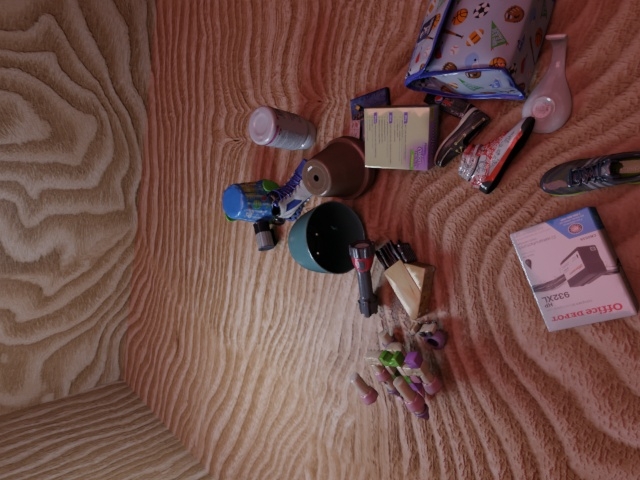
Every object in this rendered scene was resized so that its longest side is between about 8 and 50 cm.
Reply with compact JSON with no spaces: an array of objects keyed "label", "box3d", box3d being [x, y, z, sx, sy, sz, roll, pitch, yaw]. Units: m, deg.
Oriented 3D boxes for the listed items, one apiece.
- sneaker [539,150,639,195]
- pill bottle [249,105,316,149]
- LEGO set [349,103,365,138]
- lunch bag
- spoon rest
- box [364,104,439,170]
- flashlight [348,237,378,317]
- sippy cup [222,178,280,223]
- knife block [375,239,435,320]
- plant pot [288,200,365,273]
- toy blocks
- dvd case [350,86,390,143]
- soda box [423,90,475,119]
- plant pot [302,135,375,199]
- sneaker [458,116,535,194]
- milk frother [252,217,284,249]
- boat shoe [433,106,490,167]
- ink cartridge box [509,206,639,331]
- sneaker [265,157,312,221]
[{"label":"sneaker","box3d":[0.772,-0.193,1.117,0.300,0.121,0.111,-12,85,40]},{"label":"pill bottle","box3d":[-0.159,-0.485,1.769,0.160,0.283,0.160,3,94,40]},{"label":"LEGO set","box3d":[0.177,-0.422,1.611,0.182,0.060,0.244,11,103,38]},{"label":"lunch bag","box3d":[0.466,-0.636,1.265,0.385,0.239,0.328,21,94,43]},{"label":"spoon rest","box3d":[0.692,-0.464,1.209,0.137,0.084,0.276,19,118,39]},{"label":"box","box3d":[0.291,-0.375,1.453,0.243,0.117,0.214,10,115,31]},{"label":"flashlight","box3d":[0.180,0.147,1.600,0.103,0.103,0.304,32,138,57]},{"label":"sippy cup","box3d":[-0.351,-0.191,1.987,0.240,0.224,0.305,37,114,32]},{"label":"knife block","box3d":[0.305,0.139,1.548,0.242,0.088,0.276,14,101,40]},{"label":"plant pot","box3d":[0.000,0.000,1.679,0.235,0.293,0.293,-11,85,55]},{"label":"toy blocks","box3d":[0.331,0.506,1.500,0.288,0.309,0.260,-18,114,51]},{"label":"dvd case","box3d":[0.208,-0.472,1.635,0.180,0.022,0.253,-6,89,39]},{"label":"soda box","box3d":[0.450,-0.479,1.411,0.169,0.053,0.060,39,115,31]},{"label":"plant pot","box3d":[0.050,-0.272,1.608,0.263,0.229,0.263,19,121,36]},{"label":"sneaker","box3d":[0.552,-0.297,1.298,0.145,0.090,0.270,43,129,29]},{"label":"milk frother","box3d":[-0.244,-0.033,1.969,0.143,0.129,0.135,-28,71,44]},{"label":"boat shoe","box3d":[0.480,-0.341,1.377,0.069,0.081,0.228,50,119,31]},{"label":"ink cartridge box","box3d":[0.728,0.084,1.165,0.223,0.129,0.307,-26,77,37]},{"label":"sneaker","box3d":[-0.138,-0.216,1.835,0.127,0.182,0.315,44,119,27]}]
